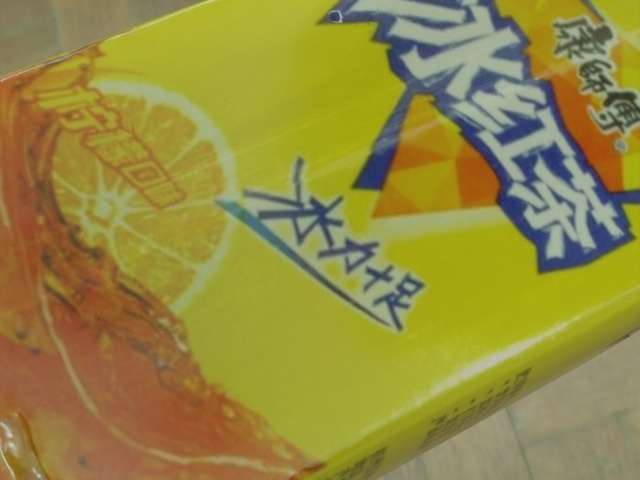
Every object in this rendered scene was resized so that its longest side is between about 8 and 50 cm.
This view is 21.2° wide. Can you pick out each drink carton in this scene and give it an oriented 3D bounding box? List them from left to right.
[{"bbox_3d":[0.000,0.000,0.559,0.351,0.111,0.154,-25,81,-27],"label":"drink carton"}]
